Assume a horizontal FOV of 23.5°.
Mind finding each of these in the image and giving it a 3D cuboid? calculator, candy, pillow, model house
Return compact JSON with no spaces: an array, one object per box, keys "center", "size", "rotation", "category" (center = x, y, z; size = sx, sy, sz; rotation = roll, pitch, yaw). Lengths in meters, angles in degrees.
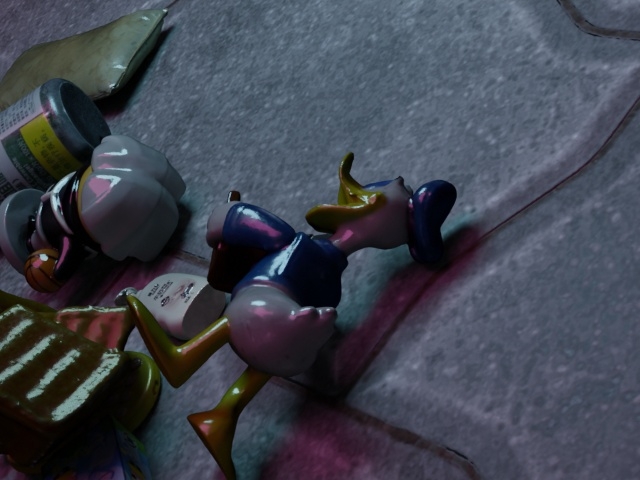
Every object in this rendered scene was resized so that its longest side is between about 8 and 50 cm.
[{"center":[-0.274,0.190,1.697],"size":[0.235,0.032,0.146],"rotation":[-19,38,29],"category":"calculator"},{"center":[-0.214,0.267,1.515],"size":[0.097,0.062,0.194],"rotation":[-37,32,6],"category":"candy"},{"center":[-0.369,-0.254,2.284],"size":[0.302,0.075,0.185],"rotation":[-9,42,39],"category":"pillow"},{"center":[-0.294,0.124,1.587],"size":[0.239,0.173,0.268],"rotation":[-3,29,39],"category":"model house"}]

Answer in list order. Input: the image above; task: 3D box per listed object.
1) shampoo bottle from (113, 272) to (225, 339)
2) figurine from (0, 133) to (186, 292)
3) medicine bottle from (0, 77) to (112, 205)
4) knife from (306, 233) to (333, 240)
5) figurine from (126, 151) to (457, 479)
[{"center":[-0.173,0.069,1.724],"size":[0.152,0.045,0.077],"rotation":[8,57,51],"category":"shampoo bottle"},{"center":[-0.277,-0.028,1.870],"size":[0.236,0.133,0.176],"rotation":[-20,47,33],"category":"figurine"},{"center":[-0.432,-0.090,2.093],"size":[0.293,0.141,0.141],"rotation":[-31,34,16],"category":"medicine bottle"},{"center":[0.000,0.000,1.658],"size":[0.170,0.010,0.023],"rotation":[-9,44,38],"category":"knife"},{"center":[-0.012,0.038,1.530],"size":[0.338,0.204,0.283],"rotation":[-29,25,-4],"category":"figurine"}]
